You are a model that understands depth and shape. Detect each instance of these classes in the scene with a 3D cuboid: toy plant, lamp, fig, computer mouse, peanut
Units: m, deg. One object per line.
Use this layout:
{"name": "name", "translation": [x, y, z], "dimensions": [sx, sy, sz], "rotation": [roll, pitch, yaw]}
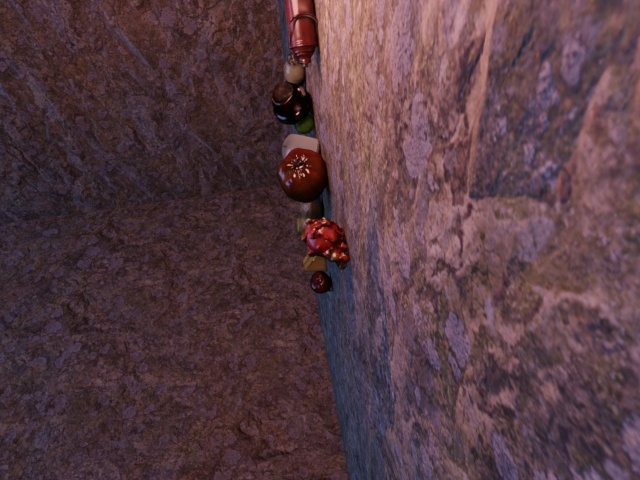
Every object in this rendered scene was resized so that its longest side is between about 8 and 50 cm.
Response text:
{"name": "toy plant", "translation": [-0.111, -0.579, 1.865], "dimensions": [0.235, 0.175, 0.218], "rotation": [39, -151, -58]}
{"name": "lamp", "translation": [-0.118, -0.756, 1.956], "dimensions": [0.250, 0.101, 0.101], "rotation": [86, 174, -74]}
{"name": "fig", "translation": [0.023, 0.227, 2.190], "dimensions": [0.119, 0.152, 0.119], "rotation": [-43, 30, 32]}
{"name": "computer mouse", "translation": [-0.095, -0.388, 1.837], "dimensions": [0.230, 0.079, 0.128], "rotation": [21, 102, 47]}
{"name": "peanut", "translation": [-0.042, -0.115, 2.091], "dimensions": [0.257, 0.123, 0.124], "rotation": [90, 170, -56]}

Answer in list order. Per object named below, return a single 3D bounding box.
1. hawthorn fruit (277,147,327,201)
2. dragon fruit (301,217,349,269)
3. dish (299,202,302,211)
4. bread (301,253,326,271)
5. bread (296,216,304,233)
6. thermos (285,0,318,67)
{"name": "hawthorn fruit", "translation": [-0.060, -0.249, 1.722], "dimensions": [0.248, 0.207, 0.208], "rotation": [47, -148, -69]}
{"name": "dragon fruit", "translation": [0.025, 0.010, 1.440], "dimensions": [0.208, 0.150, 0.133], "rotation": [54, 167, 14]}
{"name": "dish", "translation": [-0.064, -0.243, 2.223], "dimensions": [0.212, 0.077, 0.152], "rotation": [145, 116, -73]}
{"name": "bread", "translation": [-0.028, 0.107, 2.426], "dimensions": [0.142, 0.178, 0.266], "rotation": [50, -177, -8]}
{"name": "bread", "translation": [-0.095, -0.101, 2.782], "dimensions": [0.129, 0.114, 0.111], "rotation": [-115, 23, -62]}
{"name": "thermos", "translation": [-0.061, -0.684, 1.384], "dimensions": [0.124, 0.098, 0.232], "rotation": [-124, 26, -70]}
